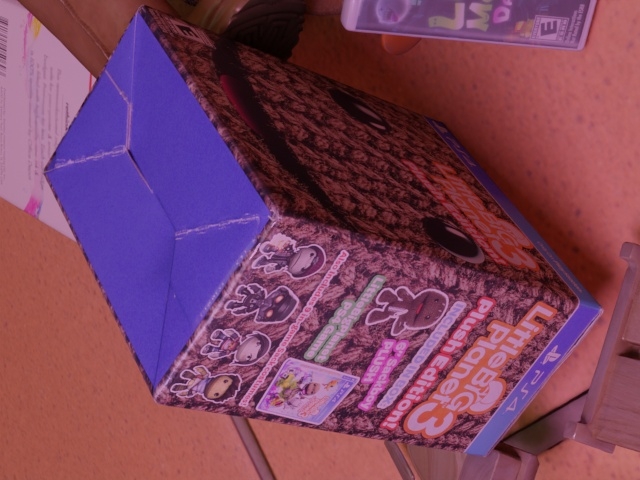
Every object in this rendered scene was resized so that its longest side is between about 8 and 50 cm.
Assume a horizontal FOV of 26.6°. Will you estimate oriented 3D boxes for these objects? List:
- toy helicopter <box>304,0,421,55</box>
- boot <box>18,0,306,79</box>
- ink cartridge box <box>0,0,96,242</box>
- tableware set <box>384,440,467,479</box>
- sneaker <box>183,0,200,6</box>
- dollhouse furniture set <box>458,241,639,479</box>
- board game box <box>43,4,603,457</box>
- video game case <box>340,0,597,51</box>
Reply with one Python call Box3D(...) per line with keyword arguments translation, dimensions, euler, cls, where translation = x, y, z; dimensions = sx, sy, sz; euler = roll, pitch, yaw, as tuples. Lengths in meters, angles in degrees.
Box3D(translation=(0.068, -0.291, 0.920), dimensions=(0.355, 0.140, 0.235), euler=(-47, 66, 38), cls="toy helicopter")
Box3D(translation=(-0.148, -0.196, 1.030), dimensions=(0.269, 0.089, 0.236), euler=(51, 137, 18), cls="boot")
Box3D(translation=(-0.207, -0.116, 1.279), dimensions=(0.353, 0.119, 0.207), euler=(27, 119, 41), cls="ink cartridge box")
Box3D(translation=(0.081, 0.118, 1.100), dimensions=(0.194, 0.039, 0.128), euler=(62, 149, 22), cls="tableware set")
Box3D(translation=(-0.134, -0.244, 1.154), dimensions=(0.296, 0.131, 0.112), euler=(22, 116, 40), cls="sneaker")
Box3D(translation=(0.261, 0.125, 0.905), dimensions=(0.303, 0.173, 0.356), euler=(12, 81, 58), cls="dollhouse furniture set")
Box3D(translation=(0.000, 0.000, 0.903), dimensions=(0.141, 0.291, 0.232), euler=(-55, 44, 21), cls="board game box")
Box3D(translation=(0.113, -0.219, 0.869), dimensions=(0.022, 0.173, 0.190), euler=(-114, 31, -58), cls="video game case")
